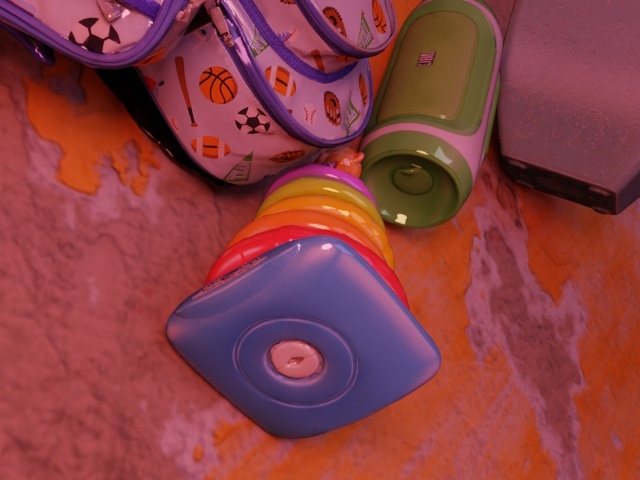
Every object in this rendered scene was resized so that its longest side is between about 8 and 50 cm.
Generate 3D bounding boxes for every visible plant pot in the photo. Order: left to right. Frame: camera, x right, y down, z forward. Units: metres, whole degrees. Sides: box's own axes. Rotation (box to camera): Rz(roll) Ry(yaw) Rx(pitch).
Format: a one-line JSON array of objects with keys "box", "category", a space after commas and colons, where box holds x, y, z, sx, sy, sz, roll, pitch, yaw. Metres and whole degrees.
[{"box": [0.343, -0.179, 1.157, 0.252, 0.247, 0.248, -67, 160, -3], "category": "plant pot"}]

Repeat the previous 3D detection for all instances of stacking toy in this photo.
[{"box": [0.000, 0.000, 0.793, 0.166, 0.175, 0.302, 48, 30, -24], "category": "stacking toy"}]

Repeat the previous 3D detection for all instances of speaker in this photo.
[{"box": [0.126, -0.152, 1.019, 0.131, 0.131, 0.296, 44, 43, -25], "category": "speaker"}]

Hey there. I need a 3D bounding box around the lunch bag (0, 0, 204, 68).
[{"box": [-0.184, -0.251, 0.586, 0.303, 0.243, 0.115, 29, 9, -5], "category": "lunch bag"}]

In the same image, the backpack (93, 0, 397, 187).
[{"box": [-0.055, -0.189, 0.779, 0.276, 0.213, 0.263, -43, 115, -54], "category": "backpack"}]
